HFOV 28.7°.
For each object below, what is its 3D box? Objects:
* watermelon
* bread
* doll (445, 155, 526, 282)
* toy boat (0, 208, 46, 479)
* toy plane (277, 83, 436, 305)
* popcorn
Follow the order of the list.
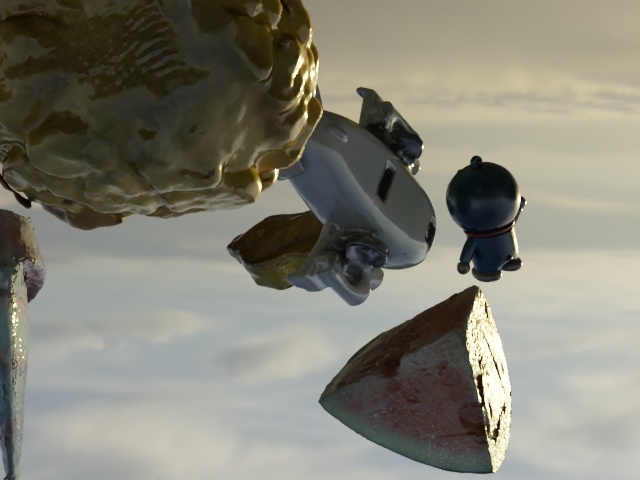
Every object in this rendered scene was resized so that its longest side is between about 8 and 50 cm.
[{"bbox_3d":[0.146,0.176,1.714,0.262,0.201,0.213,15,-151,14],"label":"watermelon"},{"bbox_3d":[0.000,0.000,1.630,0.233,0.088,0.161,-15,-172,-11],"label":"bread"},{"bbox_3d":[0.194,-0.029,1.469,0.114,0.151,0.085,-27,-155,-26],"label":"doll"},{"bbox_3d":[-0.331,0.115,1.303,0.096,0.282,0.206,0,168,-18],"label":"toy boat"},{"bbox_3d":[0.028,-0.059,1.362,0.123,0.266,0.267,-12,175,44],"label":"toy plane"},{"bbox_3d":[-0.123,-0.123,0.851,0.250,0.250,0.190,-3,-164,-25],"label":"popcorn"}]
